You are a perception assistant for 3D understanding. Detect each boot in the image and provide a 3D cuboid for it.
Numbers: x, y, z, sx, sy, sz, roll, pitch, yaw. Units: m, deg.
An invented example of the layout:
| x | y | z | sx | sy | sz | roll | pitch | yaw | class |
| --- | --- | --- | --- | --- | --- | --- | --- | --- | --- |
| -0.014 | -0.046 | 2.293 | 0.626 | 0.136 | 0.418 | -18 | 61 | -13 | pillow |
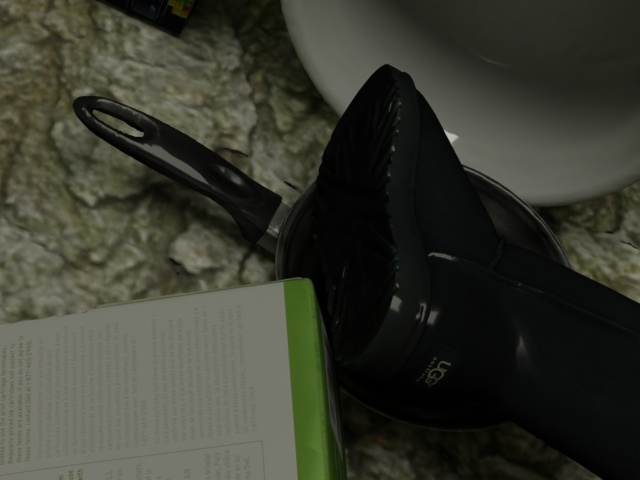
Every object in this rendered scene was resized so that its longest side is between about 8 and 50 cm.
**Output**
| x | y | z | sx | sy | sz | roll | pitch | yaw | class |
| --- | --- | --- | --- | --- | --- | --- | --- | --- | --- |
| 0.105 | 0.023 | 1.161 | 0.207 | 0.094 | 0.246 | 25 | 35 | -22 | boot |

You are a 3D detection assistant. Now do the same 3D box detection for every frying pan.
| x | y | z | sx | sy | sz | roll | pitch | yaw | class |
| --- | --- | --- | --- | --- | --- | --- | --- | --- | --- |
| 0.003 | 0.025 | 1.199 | 0.326 | 0.053 | 0.197 | 8 | 56 | -13 | frying pan |

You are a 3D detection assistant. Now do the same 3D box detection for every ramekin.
| x | y | z | sx | sy | sz | roll | pitch | yaw | class |
| --- | --- | --- | --- | --- | --- | --- | --- | --- | --- |
| 0.125 | -0.169 | 1.240 | 0.277 | 0.277 | 0.135 | 31 | 46 | 3 | ramekin |

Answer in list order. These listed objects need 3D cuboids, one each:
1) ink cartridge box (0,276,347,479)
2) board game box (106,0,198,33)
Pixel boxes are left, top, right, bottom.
| x | y | z | sx | sy | sz | roll | pitch | yaw | class |
| --- | --- | --- | --- | --- | --- | --- | --- | --- | --- |
| -0.116 | 0.136 | 1.064 | 0.255 | 0.097 | 0.188 | -8 | 58 | 5 | ink cartridge box |
| -0.141 | -0.231 | 1.322 | 0.170 | 0.048 | 0.141 | 25 | 51 | -1 | board game box |
